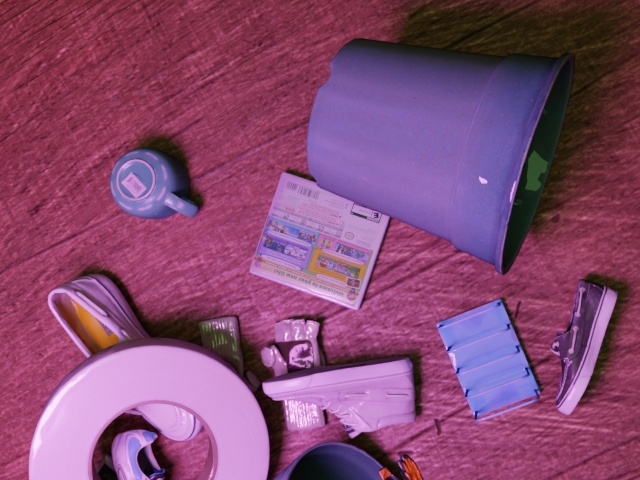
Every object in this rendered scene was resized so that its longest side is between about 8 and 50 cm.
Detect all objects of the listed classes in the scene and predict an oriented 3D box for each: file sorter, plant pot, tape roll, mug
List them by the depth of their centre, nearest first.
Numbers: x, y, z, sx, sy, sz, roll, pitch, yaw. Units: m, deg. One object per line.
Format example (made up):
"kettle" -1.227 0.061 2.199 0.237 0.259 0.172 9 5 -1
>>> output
"plant pot" 0.180 -0.158 1.201 0.334 0.341 0.341 19 91 21
"plant pot" -0.005 0.501 1.236 0.196 0.293 0.293 -40 79 35
"file sorter" 0.274 0.198 1.259 0.118 0.104 0.170 -23 83 11
"tape roll" -0.278 0.358 1.276 0.392 0.072 0.391 -1 95 -15
"mug" -0.304 -0.105 1.400 0.158 0.097 0.129 -2 87 12

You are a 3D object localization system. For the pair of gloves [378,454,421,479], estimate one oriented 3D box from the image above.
"pair of gloves" 0.140 0.406 1.295 0.010 0.083 0.074 -42 72 43

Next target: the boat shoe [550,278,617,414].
"boat shoe" 0.414 0.171 1.249 0.070 0.078 0.219 19 83 12

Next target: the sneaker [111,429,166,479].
"sneaker" -0.309 0.451 1.346 0.086 0.085 0.237 -8 93 15

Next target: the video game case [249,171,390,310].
"video game case" 0.000 0.000 1.369 0.212 0.023 0.193 19 91 11

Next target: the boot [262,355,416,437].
"boot" 0.037 0.274 1.294 0.258 0.095 0.123 -7 88 -2

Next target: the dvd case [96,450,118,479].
"dvd case" -0.391 0.541 1.423 0.179 0.029 0.238 36 95 11

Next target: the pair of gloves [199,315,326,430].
"pair of gloves" -0.110 0.238 1.371 0.240 0.042 0.204 -1 87 13

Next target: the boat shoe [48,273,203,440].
"boat shoe" -0.357 0.216 1.352 0.136 0.156 0.367 -42 80 23
